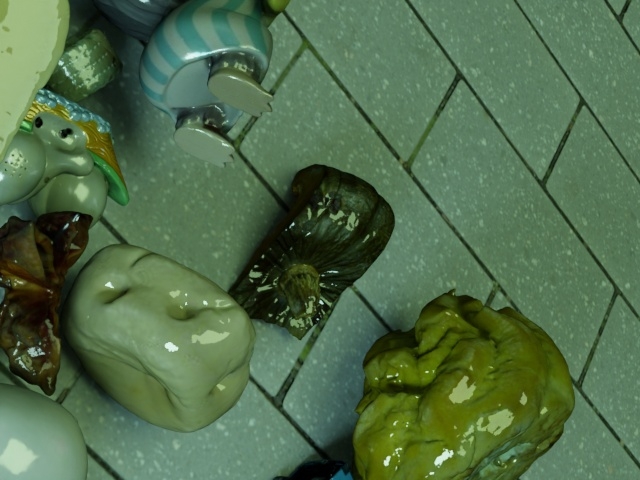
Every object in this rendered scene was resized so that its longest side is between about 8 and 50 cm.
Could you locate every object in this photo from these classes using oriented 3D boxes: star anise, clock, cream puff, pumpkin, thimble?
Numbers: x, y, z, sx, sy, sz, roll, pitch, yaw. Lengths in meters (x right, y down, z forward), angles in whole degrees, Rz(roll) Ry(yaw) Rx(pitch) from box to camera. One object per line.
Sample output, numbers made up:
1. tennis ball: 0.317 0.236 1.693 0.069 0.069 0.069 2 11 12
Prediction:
1. star anise: -0.298 0.046 1.359 0.196 0.111 0.213 -67 160 -61
2. clock: -0.306 -0.085 1.436 0.231 0.103 0.144 24 78 -35
3. cream puff: 0.154 0.211 1.720 0.291 0.324 0.257 20 30 -57
4. pumpkin: 0.000 0.003 1.700 0.131 0.126 0.248 41 55 -28
5. thimble: -0.274 -0.199 1.505 0.062 0.084 0.110 62 38 -18

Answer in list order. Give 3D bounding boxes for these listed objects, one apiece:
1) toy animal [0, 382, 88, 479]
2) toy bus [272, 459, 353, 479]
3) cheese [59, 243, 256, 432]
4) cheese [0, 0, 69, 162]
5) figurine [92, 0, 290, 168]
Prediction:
1. toy animal: -0.324 0.257 1.296 0.187 0.165 0.235 25 62 -42
2. toy bus: -0.031 0.354 1.615 0.184 0.090 0.106 -37 107 -41
3. cheese: -0.173 0.110 1.441 0.235 0.218 0.117 47 56 -19
4. cheese: -0.461 -0.151 1.245 0.383 0.104 0.384 -2 95 -26
5. figurine: -0.225 -0.315 1.491 0.377 0.266 0.361 19 50 -16
